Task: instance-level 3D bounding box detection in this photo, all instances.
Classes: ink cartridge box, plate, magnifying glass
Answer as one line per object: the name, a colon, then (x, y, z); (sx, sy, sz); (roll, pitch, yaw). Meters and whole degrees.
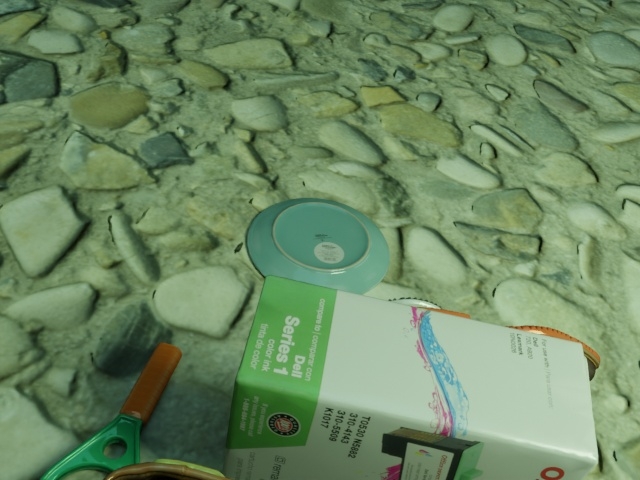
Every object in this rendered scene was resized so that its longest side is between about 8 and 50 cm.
ink cartridge box: (0.065, 0.162, 0.602); (0.278, 0.201, 0.117); (13, 43, 0)
plate: (0.000, 0.000, 0.887); (0.188, 0.024, 0.188); (7, 43, -7)
magnifying glass: (-0.189, 0.190, 0.648); (0.092, 0.026, 0.231); (17, 45, 5)

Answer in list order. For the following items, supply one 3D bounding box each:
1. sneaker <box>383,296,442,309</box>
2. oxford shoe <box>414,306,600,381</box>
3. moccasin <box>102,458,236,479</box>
sneaker: (0.066, 0.105, 0.780); (0.161, 0.057, 0.075); (7, 61, -9)
oxford shoe: (0.184, 0.141, 0.742); (0.271, 0.097, 0.098); (10, 68, -18)
moccasin: (0.018, 0.243, 0.461); (0.380, 0.147, 0.139); (20, 48, 21)
